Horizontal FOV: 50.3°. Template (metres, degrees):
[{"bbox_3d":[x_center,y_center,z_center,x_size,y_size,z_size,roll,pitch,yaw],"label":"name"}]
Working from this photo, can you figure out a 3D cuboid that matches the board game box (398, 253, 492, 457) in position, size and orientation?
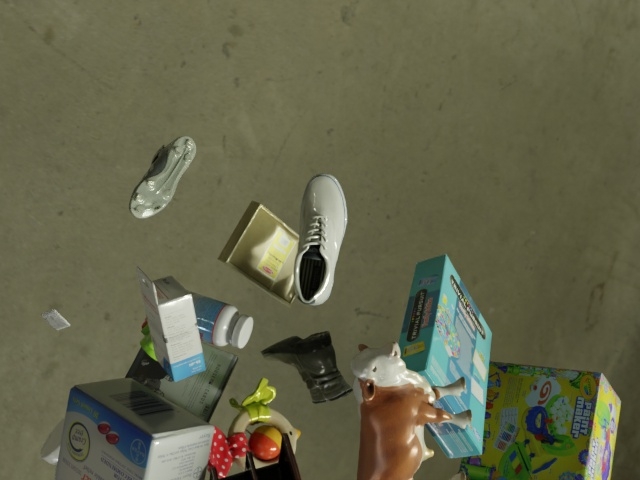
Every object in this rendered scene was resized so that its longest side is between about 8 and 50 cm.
[{"bbox_3d":[0.263,0.235,1.423,0.254,0.079,0.336,56,33,-26],"label":"board game box"}]

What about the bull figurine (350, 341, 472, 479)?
[{"bbox_3d":[0.132,0.294,1.060,0.188,0.101,0.311,3,106,-3],"label":"bull figurine"}]

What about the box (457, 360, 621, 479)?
[{"bbox_3d":[0.501,0.452,1.551,0.177,0.279,0.290,44,57,-41],"label":"box"}]

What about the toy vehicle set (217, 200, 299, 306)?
[{"bbox_3d":[-0.121,0.039,1.701,0.267,0.035,0.166,41,75,-45],"label":"toy vehicle set"}]

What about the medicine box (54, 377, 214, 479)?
[{"bbox_3d":[-0.363,0.446,1.291,0.149,0.263,0.290,5,99,-53],"label":"medicine box"}]

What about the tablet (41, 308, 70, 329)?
[{"bbox_3d":[-0.615,0.184,1.579,0.054,0.083,0.006,52,49,-18],"label":"tablet"}]

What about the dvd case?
[{"bbox_3d":[-0.344,0.324,1.666,0.030,0.238,0.179,85,26,-61],"label":"dvd case"}]

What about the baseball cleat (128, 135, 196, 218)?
[{"bbox_3d":[-0.329,-0.124,1.394,0.072,0.109,0.206,46,64,-25],"label":"baseball cleat"}]

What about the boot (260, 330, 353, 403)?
[{"bbox_3d":[-0.039,0.308,1.588,0.083,0.246,0.161,-22,93,-41],"label":"boot"}]

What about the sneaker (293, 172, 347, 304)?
[{"bbox_3d":[0.000,0.000,1.300,0.091,0.094,0.258,-28,121,-83],"label":"sneaker"}]

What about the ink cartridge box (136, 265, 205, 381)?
[{"bbox_3d":[-0.249,0.129,1.137,0.060,0.104,0.180,-17,114,-26],"label":"ink cartridge box"}]

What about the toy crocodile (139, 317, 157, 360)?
[{"bbox_3d":[-0.357,0.188,1.570,0.105,0.340,0.115,44,89,-6],"label":"toy crocodile"}]

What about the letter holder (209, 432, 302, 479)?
[{"bbox_3d":[-0.093,0.525,1.203,0.151,0.302,0.214,-10,146,-16],"label":"letter holder"}]

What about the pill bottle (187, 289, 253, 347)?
[{"bbox_3d":[-0.222,0.162,1.373,0.087,0.160,0.087,17,90,-75],"label":"pill bottle"}]

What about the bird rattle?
[{"bbox_3d":[-0.152,0.449,1.557,0.143,0.206,0.253,-57,180,36],"label":"bird rattle"}]

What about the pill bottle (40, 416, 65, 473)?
[{"bbox_3d":[-0.511,0.561,1.664,0.323,0.181,0.181,44,74,-23],"label":"pill bottle"}]
